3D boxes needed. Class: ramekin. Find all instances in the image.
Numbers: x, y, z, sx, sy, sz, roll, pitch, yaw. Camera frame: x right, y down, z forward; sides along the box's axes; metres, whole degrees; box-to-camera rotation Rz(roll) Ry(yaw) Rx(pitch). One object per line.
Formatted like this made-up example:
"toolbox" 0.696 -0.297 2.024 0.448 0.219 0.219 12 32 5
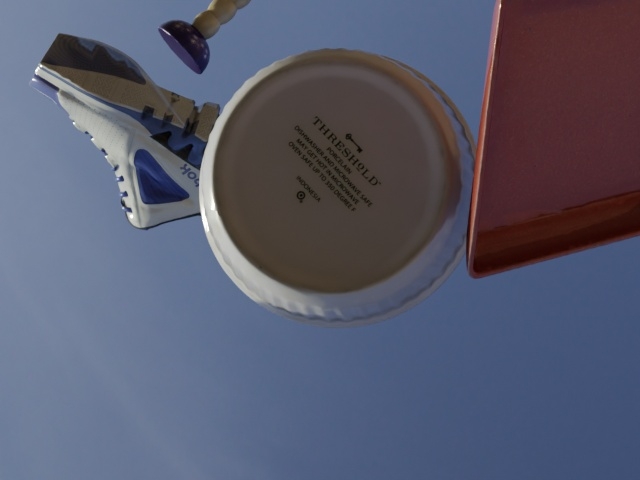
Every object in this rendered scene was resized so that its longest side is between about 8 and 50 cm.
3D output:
"ramekin" 0.013 -0.052 1.130 0.273 0.127 0.273 0 -93 6

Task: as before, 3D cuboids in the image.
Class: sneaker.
"sneaker" -0.233 -0.111 1.554 0.315 0.182 0.127 27 -148 -7

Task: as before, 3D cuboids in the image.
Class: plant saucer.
"plant saucer" 0.231 -0.112 1.038 0.259 0.258 0.048 -13 -146 -25

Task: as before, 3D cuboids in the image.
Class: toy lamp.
"toy lamp" -0.061 -0.306 1.381 0.274 0.080 0.080 -45 -117 -9
